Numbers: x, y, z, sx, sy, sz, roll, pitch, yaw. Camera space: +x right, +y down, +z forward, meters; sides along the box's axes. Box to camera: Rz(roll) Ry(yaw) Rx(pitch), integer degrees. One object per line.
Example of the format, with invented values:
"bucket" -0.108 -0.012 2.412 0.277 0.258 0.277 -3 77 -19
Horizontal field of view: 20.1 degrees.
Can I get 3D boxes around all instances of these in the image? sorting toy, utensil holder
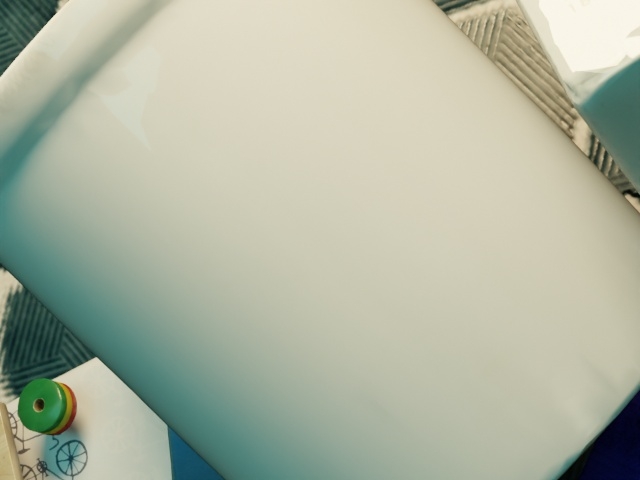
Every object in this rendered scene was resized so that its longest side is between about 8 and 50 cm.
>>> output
"sorting toy" -0.311 0.229 1.557 0.274 0.046 0.132 -26 67 19
"utensil holder" 0.000 0.000 1.156 0.385 0.327 0.327 45 101 1

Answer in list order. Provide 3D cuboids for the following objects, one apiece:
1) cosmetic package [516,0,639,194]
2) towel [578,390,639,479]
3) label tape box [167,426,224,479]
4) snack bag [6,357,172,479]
"cosmetic package" 0.304 -0.188 1.136 0.329 0.393 0.327 -33 52 13
"towel" 0.291 0.185 1.299 0.227 0.076 0.308 23 90 27
"label tape box" 0.021 0.257 1.290 0.240 0.106 0.334 -4 55 -6
"snack bag" -0.200 0.284 1.538 0.323 0.037 0.342 -26 70 18
